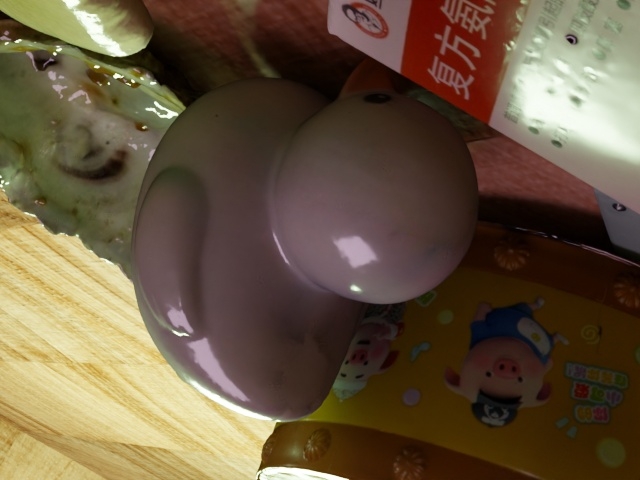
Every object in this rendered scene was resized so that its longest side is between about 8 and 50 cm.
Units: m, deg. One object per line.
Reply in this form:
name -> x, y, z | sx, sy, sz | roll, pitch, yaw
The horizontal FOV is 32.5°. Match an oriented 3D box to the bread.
bread -> -0.185, -0.184, 0.656 | 0.140, 0.060, 0.178 | 25, 169, 18

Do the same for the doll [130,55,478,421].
doll -> 0.000, 0.000, 0.718 | 0.221, 0.251, 0.221 | 14, -178, -1

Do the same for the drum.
drum -> 0.174, 0.177, 0.901 | 0.431, 0.214, 0.431 | 22, 159, 9

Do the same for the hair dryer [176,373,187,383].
hair dryer -> -0.081, 0.169, 1.348 | 0.117, 0.064, 0.182 | -4, 152, 43

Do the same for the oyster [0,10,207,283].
oyster -> -0.153, -0.092, 0.844 | 0.204, 0.111, 0.396 | -16, 136, 31

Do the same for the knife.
knife -> 0.225, 0.005, 0.759 | 0.044, 0.023, 0.162 | 13, 155, 35

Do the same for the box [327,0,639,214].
box -> 0.109, -0.149, 0.438 | 0.214, 0.069, 0.353 | 32, 159, 11
